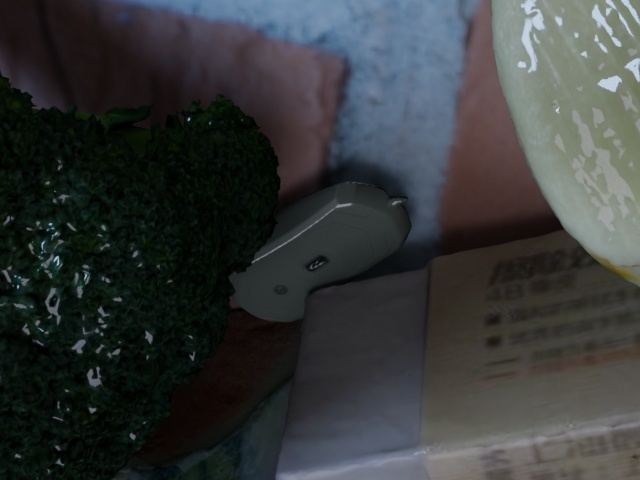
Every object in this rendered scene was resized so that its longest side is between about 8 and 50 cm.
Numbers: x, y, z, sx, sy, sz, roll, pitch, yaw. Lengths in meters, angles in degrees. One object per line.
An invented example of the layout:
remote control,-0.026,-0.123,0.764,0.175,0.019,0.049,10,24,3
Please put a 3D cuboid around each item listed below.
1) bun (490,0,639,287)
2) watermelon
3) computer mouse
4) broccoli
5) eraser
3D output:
bun,0.179,-0.084,0.465,0.229,0.145,0.229,20,123,35
watermelon,-0.111,0.130,0.694,0.260,0.256,0.176,-7,82,27
computer mouse,0.000,0.000,0.635,0.110,0.032,0.056,-34,126,25
broccoli,-0.163,-0.015,0.549,0.297,0.297,0.297,-22,82,27
eraser,0.156,0.056,0.555,0.343,0.144,0.078,-11,123,15
